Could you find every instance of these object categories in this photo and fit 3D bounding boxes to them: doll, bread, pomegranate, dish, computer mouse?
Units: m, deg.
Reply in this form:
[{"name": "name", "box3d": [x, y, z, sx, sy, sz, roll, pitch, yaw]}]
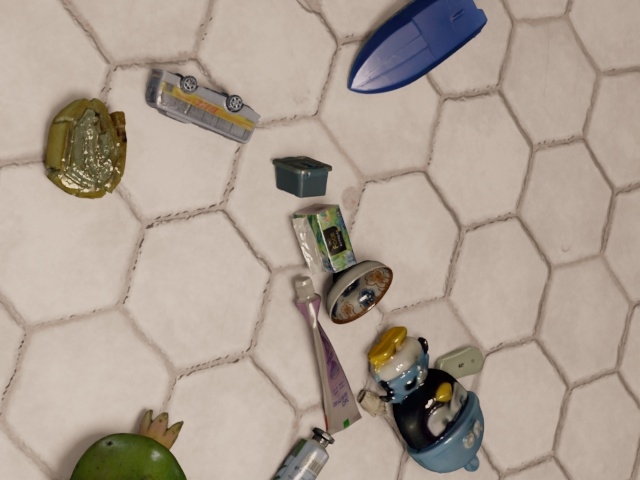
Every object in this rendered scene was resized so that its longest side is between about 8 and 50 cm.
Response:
[{"name": "doll", "box3d": [0.203, 0.304, 1.959, 0.314, 0.141, 0.177, 55, 53, -17]}, {"name": "bread", "box3d": [-0.357, -0.142, 1.639, 0.118, 0.064, 0.156, 2, 91, -34]}, {"name": "pomegranate", "box3d": [-0.282, 0.362, 1.643, 0.187, 0.187, 0.225, 50, 42, -23]}, {"name": "dish", "box3d": [0.051, 0.073, 1.900, 0.141, 0.078, 0.141, -31, 151, -20]}, {"name": "computer mouse", "box3d": [0.261, 0.240, 2.060, 0.110, 0.032, 0.055, -17, 98, -21]}]

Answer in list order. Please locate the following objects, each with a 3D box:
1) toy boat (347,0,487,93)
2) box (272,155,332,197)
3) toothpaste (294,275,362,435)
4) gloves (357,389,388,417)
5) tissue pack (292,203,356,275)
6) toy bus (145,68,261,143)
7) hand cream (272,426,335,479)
[{"name": "toy boat", "box3d": [0.162, -0.361, 1.965, 0.295, 0.088, 0.129, -38, 111, -15]}, {"name": "box", "box3d": [-0.032, -0.108, 1.833, 0.074, 0.099, 0.054, -10, 111, -32]}, {"name": "toothpaste", "box3d": [0.007, 0.203, 1.888, 0.075, 0.048, 0.301, -43, 122, -55]}, {"name": "gloves", "box3d": [0.093, 0.299, 1.954, 0.081, 0.037, 0.044, 24, 114, -36]}, {"name": "tissue pack", "box3d": [-0.001, -0.001, 1.858, 0.079, 0.085, 0.111, -24, 104, -29]}, {"name": "toy bus", "box3d": [-0.194, -0.220, 1.748, 0.191, 0.064, 0.075, 19, 93, -31]}, {"name": "hand cream", "box3d": [-0.067, 0.445, 1.841, 0.091, 0.058, 0.271, 46, 71, -37]}]
